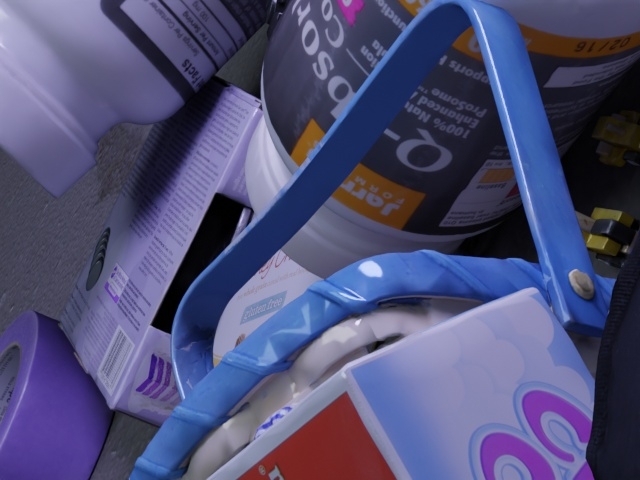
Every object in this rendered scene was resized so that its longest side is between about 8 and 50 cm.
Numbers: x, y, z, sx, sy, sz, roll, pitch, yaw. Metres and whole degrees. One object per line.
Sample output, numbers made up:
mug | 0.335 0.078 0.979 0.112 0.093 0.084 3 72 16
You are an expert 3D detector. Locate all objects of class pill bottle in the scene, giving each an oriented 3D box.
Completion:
pill bottle | 0.063 -0.097 0.936 0.278 0.162 0.162 122 162 -53
pill bottle | -0.131 -0.220 1.388 0.363 0.210 0.210 -45 20 -3

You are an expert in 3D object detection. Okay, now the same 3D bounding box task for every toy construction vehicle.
toy construction vehicle | 0.142 -0.033 0.879 0.085 0.035 0.098 -65 20 1

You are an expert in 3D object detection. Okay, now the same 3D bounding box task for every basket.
basket | 0.032 0.072 0.771 0.254 0.201 0.289 -51 38 36

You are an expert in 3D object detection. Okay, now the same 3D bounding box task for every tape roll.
tape roll | -0.245 0.159 1.561 0.189 0.080 0.189 -51 25 35

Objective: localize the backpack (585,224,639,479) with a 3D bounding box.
backpack | 0.198 -0.008 0.464 0.263 0.213 0.276 -58 13 -5

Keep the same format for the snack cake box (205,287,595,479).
snack cake box | 0.060 0.168 0.550 0.152 0.089 0.264 -43 72 46

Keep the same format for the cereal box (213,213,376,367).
cereal box | 0.000 0.000 1.178 0.173 0.047 0.240 -25 44 60

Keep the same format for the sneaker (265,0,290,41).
sneaker | 0.043 -0.203 1.198 0.107 0.124 0.283 -51 28 45

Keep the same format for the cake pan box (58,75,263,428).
cake pan box | -0.104 -0.003 1.416 0.245 0.070 0.267 -66 20 3
